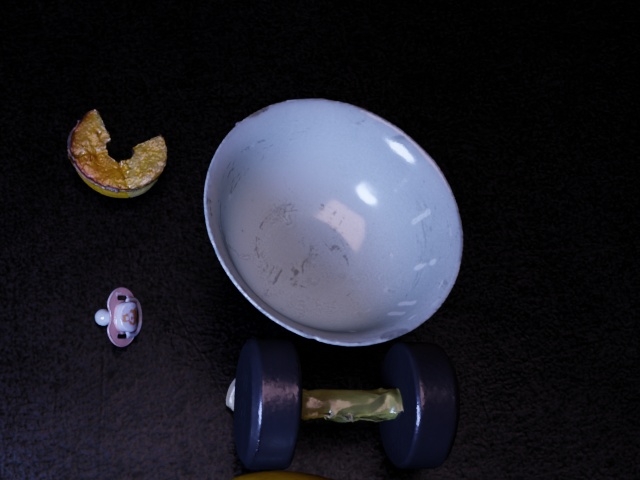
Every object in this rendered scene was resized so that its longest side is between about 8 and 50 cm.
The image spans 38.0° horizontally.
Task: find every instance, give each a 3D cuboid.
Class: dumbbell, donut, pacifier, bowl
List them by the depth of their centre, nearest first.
[{"bbox_3d":[0.036,0.256,1.460,0.322,0.204,0.203,3,63,-14],"label":"dumbbell"},{"bbox_3d":[0.000,0.000,1.536,0.435,0.196,0.434,9,61,-16],"label":"bowl"},{"bbox_3d":[-0.344,0.130,1.567,0.078,0.081,0.099,-4,84,26],"label":"pacifier"},{"bbox_3d":[-0.373,-0.144,1.688,0.181,0.078,0.146,21,63,-5],"label":"donut"}]

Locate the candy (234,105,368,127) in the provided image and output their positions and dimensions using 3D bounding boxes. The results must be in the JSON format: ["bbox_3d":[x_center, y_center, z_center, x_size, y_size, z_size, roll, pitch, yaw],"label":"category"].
[{"bbox_3d":[-0.028,-0.146,1.714,0.265,0.116,0.155,-8,66,-13],"label":"candy"}]

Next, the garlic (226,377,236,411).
[{"bbox_3d":[-0.123,0.248,1.547,0.083,0.041,0.053,-29,94,-16],"label":"garlic"}]

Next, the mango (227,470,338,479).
[{"bbox_3d":[-0.017,0.490,1.340,0.446,0.232,0.300,14,63,10],"label":"mango"}]
